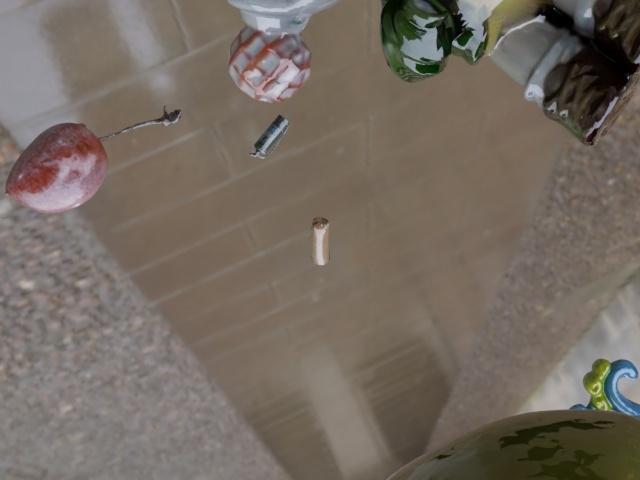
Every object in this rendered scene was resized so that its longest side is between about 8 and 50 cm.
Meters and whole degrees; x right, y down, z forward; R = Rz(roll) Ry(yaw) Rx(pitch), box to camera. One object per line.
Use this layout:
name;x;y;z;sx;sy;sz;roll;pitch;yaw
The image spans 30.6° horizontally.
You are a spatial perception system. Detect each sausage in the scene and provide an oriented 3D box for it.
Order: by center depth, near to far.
sausage;0.000;0.000;1.469;0.026;0.026;0.116;-24;159;-10

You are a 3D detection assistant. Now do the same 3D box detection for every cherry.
cherry;-0.252;-0.105;1.312;0.225;0.090;0.107;-36;169;-22

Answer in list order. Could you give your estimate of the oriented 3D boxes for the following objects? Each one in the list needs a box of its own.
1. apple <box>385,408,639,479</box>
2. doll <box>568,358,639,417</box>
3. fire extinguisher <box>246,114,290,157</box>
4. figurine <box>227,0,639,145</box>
apple;0.190;0.357;0.906;0.474;0.473;0.473;-24;164;-7
doll;0.536;0.322;1.786;0.341;0.346;0.099;17;-172;-4
fire extinguisher;-0.082;-0.163;1.894;0.083;0.025;0.038;-50;123;-4
figurine;0.040;-0.199;0.719;0.167;0.370;0.281;-37;158;-58
